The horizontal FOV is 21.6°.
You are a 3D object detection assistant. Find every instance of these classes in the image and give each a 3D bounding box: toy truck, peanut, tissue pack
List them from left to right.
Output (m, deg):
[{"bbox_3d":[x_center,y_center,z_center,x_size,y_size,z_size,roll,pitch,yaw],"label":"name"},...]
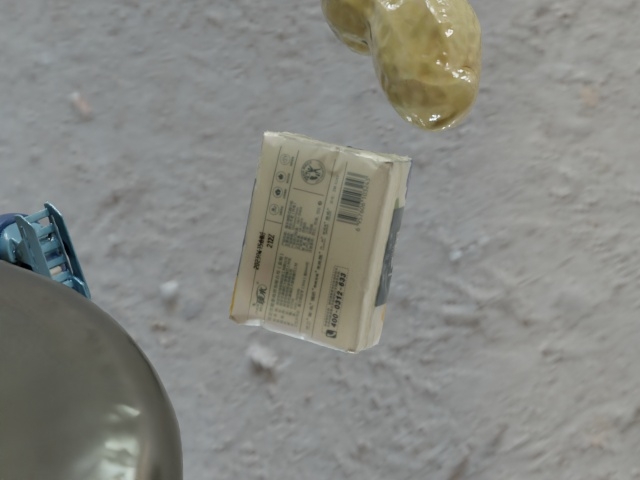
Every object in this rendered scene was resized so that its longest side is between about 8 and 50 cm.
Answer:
[{"bbox_3d":[-0.200,0.044,1.199,0.074,0.063,0.136,-10,104,40],"label":"toy truck"},{"bbox_3d":[0.000,0.000,0.697,0.062,0.042,0.083,13,99,17],"label":"tissue pack"},{"bbox_3d":[0.053,-0.144,1.098,0.187,0.082,0.082,56,128,37],"label":"peanut"}]

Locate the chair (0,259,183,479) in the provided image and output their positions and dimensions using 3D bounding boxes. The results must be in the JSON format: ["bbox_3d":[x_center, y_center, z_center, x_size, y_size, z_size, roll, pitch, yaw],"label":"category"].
[{"bbox_3d":[-0.200,0.248,0.869,0.365,0.362,0.410,-8,135,-4],"label":"chair"}]
